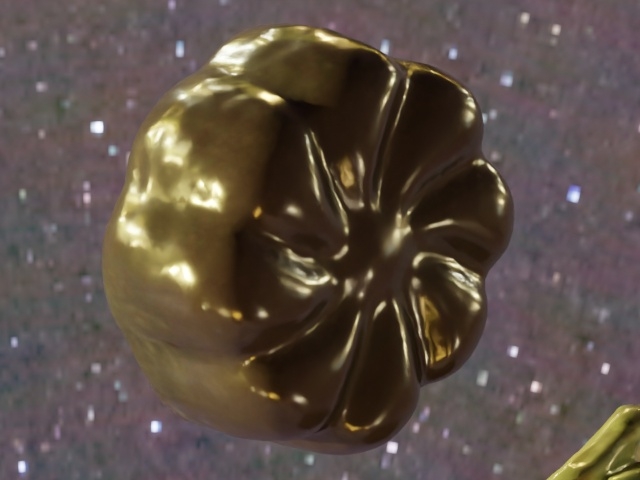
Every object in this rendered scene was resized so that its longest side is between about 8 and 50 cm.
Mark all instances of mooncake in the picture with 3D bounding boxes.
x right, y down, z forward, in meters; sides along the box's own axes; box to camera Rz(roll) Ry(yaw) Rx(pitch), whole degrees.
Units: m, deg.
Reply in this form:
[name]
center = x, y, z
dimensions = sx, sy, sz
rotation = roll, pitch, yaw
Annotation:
[mooncake]
center = 0.000, 0.000, 1.345
dimensions = 0.306, 0.306, 0.154
rotation = -33, -154, -32

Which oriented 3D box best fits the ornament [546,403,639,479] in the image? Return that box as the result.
[ornament]
center = 0.055, 0.151, 0.776
dimensions = 0.201, 0.180, 0.059
rotation = -20, -117, -36
